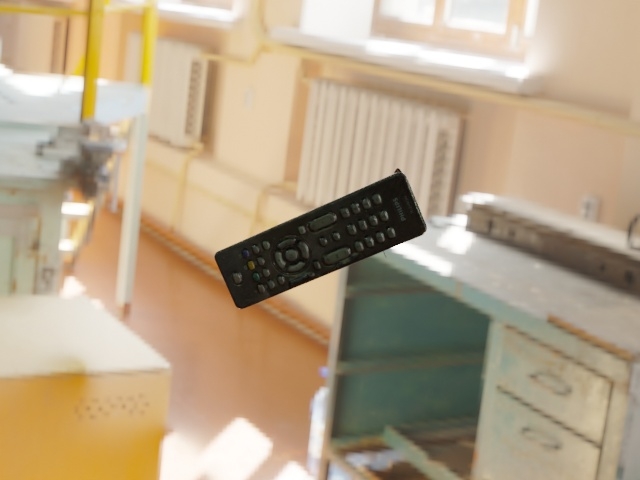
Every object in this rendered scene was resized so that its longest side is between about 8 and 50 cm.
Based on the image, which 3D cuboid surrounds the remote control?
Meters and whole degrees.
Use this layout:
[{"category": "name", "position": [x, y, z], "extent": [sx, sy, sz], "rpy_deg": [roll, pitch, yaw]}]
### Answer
[{"category": "remote control", "position": [0.000, 0.000, 0.570], "extent": [0.091, 0.034, 0.016], "rpy_deg": [-23, 13, 0]}]
